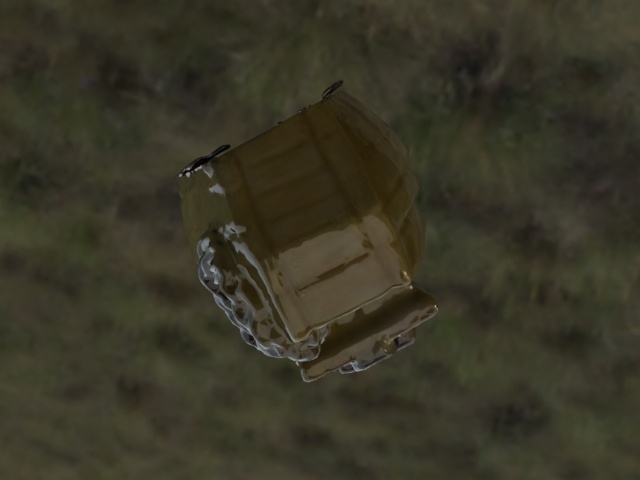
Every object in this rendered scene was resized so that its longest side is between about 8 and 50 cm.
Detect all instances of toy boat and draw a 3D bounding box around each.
[{"bbox_3d":[0.000,0.000,0.478,0.064,0.072,0.206,-27,-177,1],"label":"toy boat"}]
